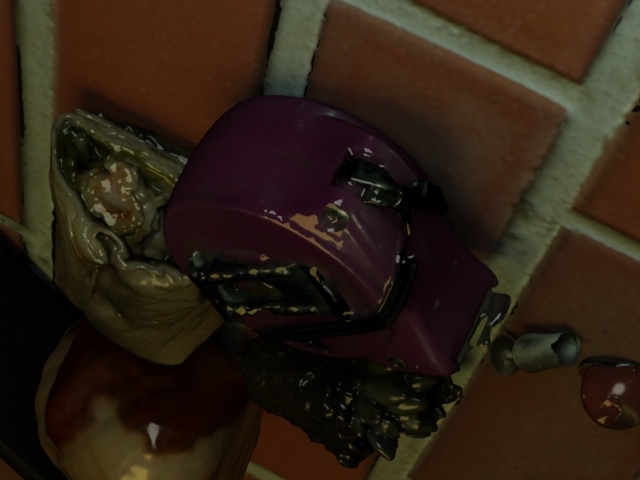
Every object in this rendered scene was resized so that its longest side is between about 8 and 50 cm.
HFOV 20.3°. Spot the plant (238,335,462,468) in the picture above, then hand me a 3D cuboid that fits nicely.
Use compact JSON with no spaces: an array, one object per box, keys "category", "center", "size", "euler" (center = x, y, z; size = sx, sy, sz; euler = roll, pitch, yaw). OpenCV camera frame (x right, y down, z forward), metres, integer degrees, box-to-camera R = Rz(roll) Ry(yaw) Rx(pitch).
[{"category":"plant","center":[0.029,0.130,1.657],"size":[0.194,0.132,0.129],"euler":[20,156,27]}]

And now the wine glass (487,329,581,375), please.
[{"category":"wine glass","center":[0.188,0.097,1.548],"size":[0.083,0.039,0.042],"euler":[-12,131,48]}]

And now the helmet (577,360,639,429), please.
[{"category":"helmet","center":[0.251,0.138,1.543],"size":[0.065,0.049,0.084],"euler":[41,151,-28]}]

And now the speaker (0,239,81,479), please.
[{"category":"speaker","center":[-0.399,0.105,2.006],"size":[0.184,0.180,0.388],"euler":[11,149,46]}]

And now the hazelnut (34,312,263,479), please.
[{"category":"hazelnut","center":[-0.166,0.186,1.887],"size":[0.261,0.241,0.261],"euler":[52,167,18]}]

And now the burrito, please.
[{"category":"burrito","center":[-0.172,0.022,1.664],"size":[0.190,0.135,0.332],"euler":[19,157,2]}]

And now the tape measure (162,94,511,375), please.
[{"category":"tape measure","center":[0.000,0.000,1.422],"size":[0.245,0.149,0.231],"euler":[4,146,40]}]
